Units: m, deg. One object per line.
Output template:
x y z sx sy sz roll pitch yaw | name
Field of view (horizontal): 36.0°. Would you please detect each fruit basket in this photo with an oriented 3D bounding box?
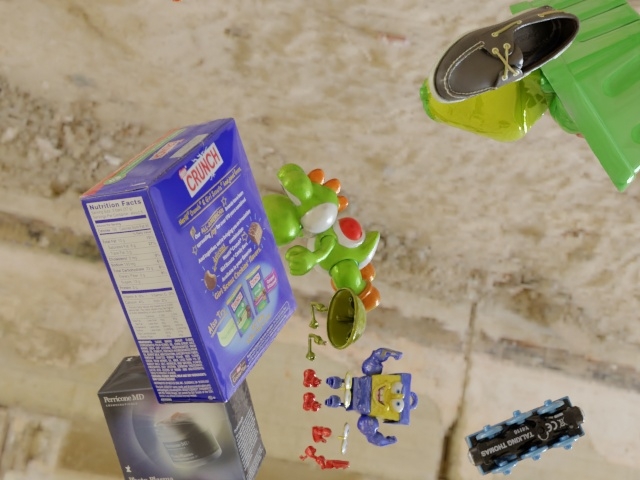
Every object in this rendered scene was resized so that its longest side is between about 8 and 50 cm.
0.368 -0.243 1.614 0.392 0.392 0.283 -7 130 50 | fruit basket

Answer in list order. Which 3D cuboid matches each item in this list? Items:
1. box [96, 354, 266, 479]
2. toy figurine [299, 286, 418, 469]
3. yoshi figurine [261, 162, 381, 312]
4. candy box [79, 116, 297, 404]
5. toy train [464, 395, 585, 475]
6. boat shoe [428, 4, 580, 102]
-0.313 0.418 2.249 0.297 0.293 0.182 -8 -161 15 | box
0.099 0.295 2.033 0.217 0.362 0.191 11 162 -26 | toy figurine
-0.025 0.008 2.039 0.204 0.203 0.362 4 137 43 | yoshi figurine
-0.170 0.023 1.365 0.122 0.317 0.268 -6 -158 25 | candy box
0.304 0.292 1.471 0.184 0.080 0.105 -22 169 -2 | toy train
0.240 -0.245 1.277 0.069 0.228 0.081 16 134 56 | boat shoe
